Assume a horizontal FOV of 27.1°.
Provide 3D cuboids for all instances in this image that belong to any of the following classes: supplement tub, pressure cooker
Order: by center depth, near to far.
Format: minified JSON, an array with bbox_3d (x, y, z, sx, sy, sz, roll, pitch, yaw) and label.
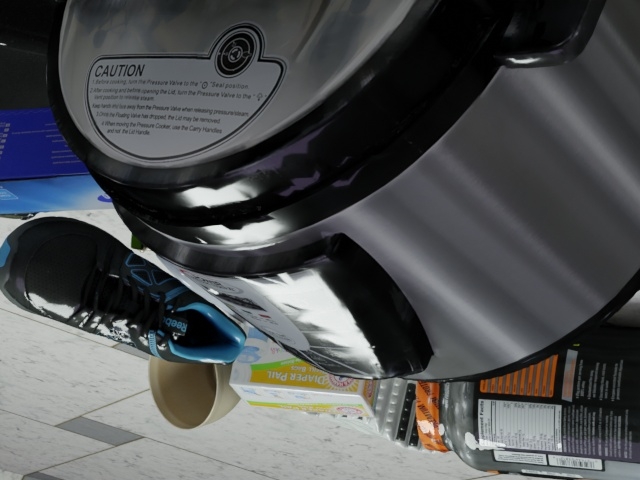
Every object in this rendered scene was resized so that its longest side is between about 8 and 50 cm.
[{"bbox_3d":[0.021,-0.131,0.905,0.370,0.375,0.420,-34,139,17],"label":"pressure cooker"},{"bbox_3d":[0.309,0.209,1.742,0.338,0.207,0.207,3,155,21],"label":"supplement tub"}]

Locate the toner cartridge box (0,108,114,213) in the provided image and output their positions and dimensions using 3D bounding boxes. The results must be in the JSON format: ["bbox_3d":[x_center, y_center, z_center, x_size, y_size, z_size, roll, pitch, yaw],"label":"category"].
[{"bbox_3d":[-0.273,-0.114,1.316,0.348,0.165,0.075,-1,155,28],"label":"toner cartridge box"}]

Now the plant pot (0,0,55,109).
[{"bbox_3d":[-0.245,-0.204,1.096,0.167,0.187,0.188,14,159,-37],"label":"plant pot"}]

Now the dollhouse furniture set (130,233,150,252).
[{"bbox_3d":[-0.200,-0.015,1.690,0.076,0.058,0.151,4,176,-3],"label":"dollhouse furniture set"}]

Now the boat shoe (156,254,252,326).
[{"bbox_3d":[-0.101,0.035,1.663,0.109,0.094,0.302,48,-176,20],"label":"boat shoe"}]

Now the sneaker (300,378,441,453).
[{"bbox_3d":[0.085,0.266,2.121,0.292,0.110,0.118,19,165,3],"label":"sneaker"}]

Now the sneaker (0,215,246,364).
[{"bbox_3d":[-0.230,0.064,1.595,0.140,0.125,0.341,18,176,46],"label":"sneaker"}]

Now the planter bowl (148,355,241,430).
[{"bbox_3d":[-0.172,0.204,2.040,0.162,0.162,0.109,-13,173,44],"label":"planter bowl"}]

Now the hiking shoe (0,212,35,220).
[{"bbox_3d":[-0.352,-0.070,1.585,0.227,0.086,0.114,5,172,23],"label":"hiking shoe"}]

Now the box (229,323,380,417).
[{"bbox_3d":[-0.016,0.185,1.951,0.203,0.114,0.103,3,156,16],"label":"box"}]
